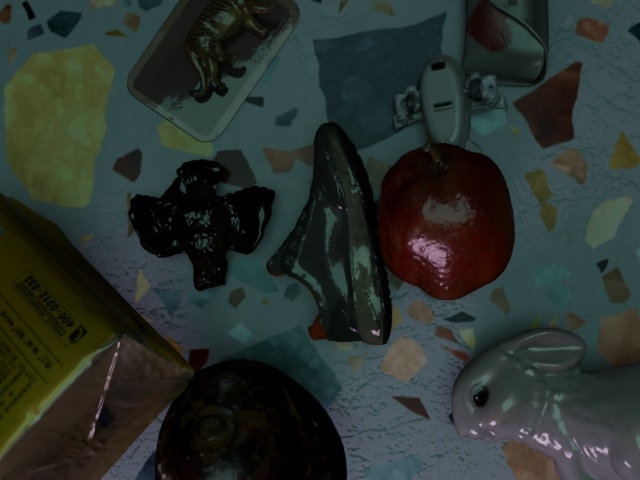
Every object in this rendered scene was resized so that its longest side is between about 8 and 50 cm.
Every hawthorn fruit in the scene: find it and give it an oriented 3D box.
[{"bbox_3d":[0.173,-0.042,1.089,0.205,0.253,0.205,-4,47,5],"label":"hawthorn fruit"}]

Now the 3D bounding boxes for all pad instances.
[{"bbox_3d":[-0.168,-0.300,1.222,0.176,0.002,0.266,35,91,2],"label":"pad"}]

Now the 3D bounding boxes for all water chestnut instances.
[{"bbox_3d":[-0.109,0.311,1.093,0.289,0.289,0.244,46,121,1],"label":"water chestnut"}]

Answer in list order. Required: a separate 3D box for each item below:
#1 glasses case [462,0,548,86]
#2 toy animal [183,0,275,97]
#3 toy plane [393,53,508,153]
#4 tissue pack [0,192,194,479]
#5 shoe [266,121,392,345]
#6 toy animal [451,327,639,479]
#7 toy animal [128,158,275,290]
[{"bbox_3d":[0.272,-0.388,1.167,0.129,0.083,0.307,-3,90,1],"label":"glasses case"},{"bbox_3d":[-0.141,-0.328,1.196,0.099,0.057,0.241,37,93,8],"label":"toy animal"},{"bbox_3d":[0.192,-0.192,1.173,0.174,0.080,0.173,1,93,21],"label":"toy plane"},{"bbox_3d":[-0.407,0.145,1.044,0.382,0.228,0.293,37,81,32],"label":"tissue pack"},{"bbox_3d":[0.000,0.000,1.167,0.171,0.132,0.336,-10,93,11],"label":"shoe"},{"bbox_3d":[0.377,0.235,1.126,0.358,0.194,0.257,21,101,10],"label":"toy animal"},{"bbox_3d":[-0.174,-0.021,1.191,0.219,0.116,0.179,-6,119,-3],"label":"toy animal"}]
